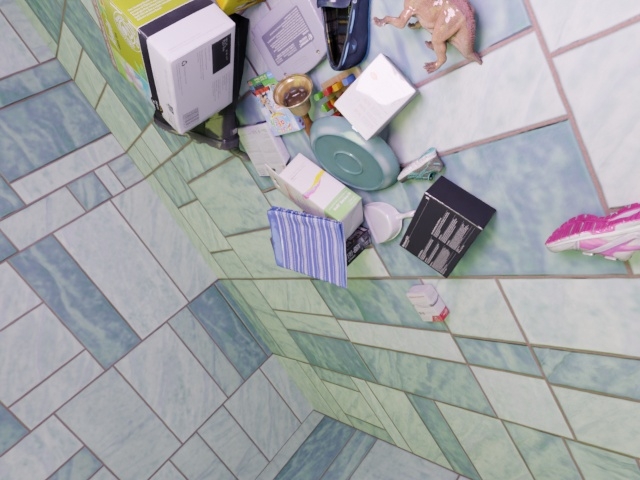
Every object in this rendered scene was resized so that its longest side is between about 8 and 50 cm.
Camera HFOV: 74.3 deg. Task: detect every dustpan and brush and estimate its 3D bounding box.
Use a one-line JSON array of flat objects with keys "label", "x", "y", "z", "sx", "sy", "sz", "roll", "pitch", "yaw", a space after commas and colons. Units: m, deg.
[{"label": "dustpan and brush", "x": 0.242, "y": -0.072, "z": 1.421, "sx": 0.211, "sy": 0.060, "sz": 0.147, "roll": -9, "pitch": 105, "yaw": 62}]

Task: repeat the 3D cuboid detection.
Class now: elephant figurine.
[{"label": "elephant figurine", "x": -0.401, "y": -0.445, "z": 1.733, "sx": 0.240, "sy": 0.186, "sz": 0.169, "roll": 24, "pitch": 100, "yaw": 17}]

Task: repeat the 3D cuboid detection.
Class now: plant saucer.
[{"label": "plant saucer", "x": 0.094, "y": -0.252, "z": 1.309, "sx": 0.318, "sy": 0.043, "sz": 0.317, "roll": 28, "pitch": 161, "yaw": 10}]

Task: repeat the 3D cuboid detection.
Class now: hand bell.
[{"label": "hand bell", "x": -0.048, "y": -0.395, "z": 1.346, "sx": 0.126, "sy": 0.126, "sz": 0.242, "roll": 30, "pitch": 169, "yaw": 27}]

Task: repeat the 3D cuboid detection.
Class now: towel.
[{"label": "towel", "x": -0.052, "y": 0.019, "z": 1.460, "sx": 0.336, "sy": 0.040, "sz": 0.243, "roll": 15, "pitch": 120, "yaw": 39}]

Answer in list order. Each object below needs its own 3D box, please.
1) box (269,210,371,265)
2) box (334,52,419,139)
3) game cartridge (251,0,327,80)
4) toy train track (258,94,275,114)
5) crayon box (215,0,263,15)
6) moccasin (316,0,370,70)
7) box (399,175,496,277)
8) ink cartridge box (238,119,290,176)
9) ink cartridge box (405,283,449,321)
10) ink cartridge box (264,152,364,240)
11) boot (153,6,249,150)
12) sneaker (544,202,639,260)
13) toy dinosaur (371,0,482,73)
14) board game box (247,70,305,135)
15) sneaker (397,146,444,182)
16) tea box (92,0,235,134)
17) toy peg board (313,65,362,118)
[{"label": "box", "x": 0.000, "y": 0.000, "z": 1.613, "sx": 0.308, "sy": 0.242, "sz": 0.076, "roll": 24, "pitch": 141, "yaw": 34}, {"label": "box", "x": 0.146, "y": -0.366, "z": 1.088, "sx": 0.170, "sy": 0.091, "sz": 0.130, "roll": -42, "pitch": 89, "yaw": 26}, {"label": "game cartridge", "x": -0.077, "y": -0.586, "z": 1.231, "sx": 0.294, "sy": 0.060, "sz": 0.196, "roll": -4, "pitch": 118, "yaw": 53}, {"label": "toy train track", "x": -0.188, "y": -0.468, "z": 1.463, "sx": 0.083, "sy": 0.014, "sz": 0.048, "roll": 48, "pitch": 150, "yaw": -1}, {"label": "crayon box", "x": -0.160, "y": -0.701, "z": 1.058, "sx": 0.081, "sy": 0.202, "sz": 0.319, "roll": 56, "pitch": 148, "yaw": -11}, {"label": "moccasin", "x": 0.054, "y": -0.578, "z": 1.010, "sx": 0.138, "sy": 0.117, "sz": 0.341, "roll": 20, "pitch": 140, "yaw": 38}, {"label": "box", "x": 0.365, "y": -0.034, "z": 1.252, "sx": 0.184, "sy": 0.103, "sz": 0.261, "roll": 35, "pitch": 148, "yaw": 15}, {"label": "ink cartridge box", "x": -0.218, "y": -0.358, "z": 1.672, "sx": 0.223, "sy": 0.045, "sz": 0.223, "roll": 9, "pitch": 133, "yaw": 48}, {"label": "ink cartridge box", "x": 0.394, "y": 0.230, "z": 1.557, "sx": 0.135, "sy": 0.056, "sz": 0.099, "roll": 55, "pitch": 148, "yaw": -13}, {"label": "ink cartridge box", "x": -0.019, "y": -0.170, "z": 1.502, "sx": 0.353, "sy": 0.119, "sz": 0.207, "roll": 39, "pitch": 169, "yaw": 18}, {"label": "boot", "x": -0.432, "y": -0.580, "z": 1.469, "sx": 0.367, "sy": 0.146, "sz": 0.445, "roll": 20, "pitch": 129, "yaw": 13}, {"label": "sneaker", "x": 0.637, "y": 0.001, "z": 0.949, "sx": 0.111, "sy": 0.103, "sz": 0.252, "roll": 56, "pitch": 149, "yaw": -10}, {"label": "toy dinosaur", "x": 0.251, "y": -0.487, "z": 0.872, "sx": 0.296, "sy": 0.127, "sz": 0.200, "roll": 43, "pitch": 143, "yaw": -3}, {"label": "board game box", "x": -0.153, "y": -0.475, "z": 1.465, "sx": 0.160, "sy": 0.039, "sz": 0.211, "roll": 3, "pitch": 129, "yaw": 49}, {"label": "sneaker", "x": 0.287, "y": -0.195, "z": 1.211, "sx": 0.076, "sy": 0.065, "sz": 0.166, "roll": 47, "pitch": 151, "yaw": -5}, {"label": "tea box", "x": -0.431, "y": -0.548, "z": 1.198, "sx": 0.323, "sy": 0.220, "sz": 0.329, "roll": 46, "pitch": 157, "yaw": 6}, {"label": "toy peg board", "x": 0.070, "y": -0.398, "z": 1.233, "sx": 0.161, "sy": 0.079, "sz": 0.161, "roll": -4, "pitch": 123, "yaw": 53}]
